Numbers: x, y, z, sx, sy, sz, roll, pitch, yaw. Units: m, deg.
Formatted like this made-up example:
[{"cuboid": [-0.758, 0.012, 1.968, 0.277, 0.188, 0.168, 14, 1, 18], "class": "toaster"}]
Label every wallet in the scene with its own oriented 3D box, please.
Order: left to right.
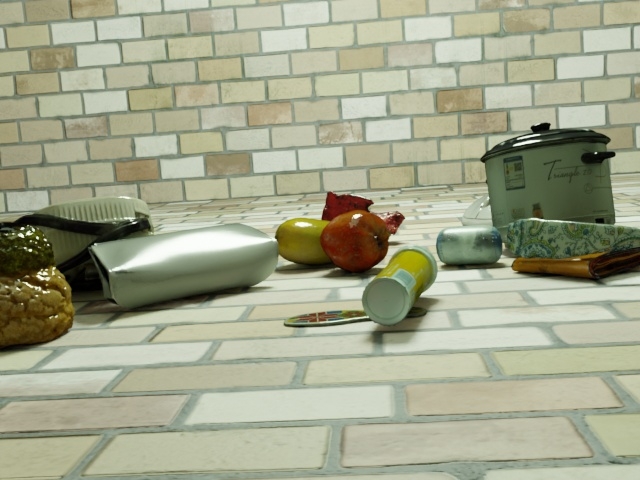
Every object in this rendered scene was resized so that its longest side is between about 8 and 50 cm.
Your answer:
[{"cuboid": [0.438, 0.028, 1.284, 0.195, 0.042, 0.161, -14, 5, -33], "class": "wallet"}]

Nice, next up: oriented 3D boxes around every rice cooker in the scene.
[{"cuboid": [0.431, -0.109, 1.486, 0.241, 0.227, 0.280, -5, -4, -30], "class": "rice cooker"}]

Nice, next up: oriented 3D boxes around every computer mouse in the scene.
[{"cuboid": [0.465, -0.083, 1.798, 0.296, 0.121, 0.184, -6, 9, -25], "class": "computer mouse"}]

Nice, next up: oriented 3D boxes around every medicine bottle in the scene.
[{"cuboid": [0.108, 0.057, 1.058, 0.073, 0.074, 0.218, -2, 8, 16], "class": "medicine bottle"}]

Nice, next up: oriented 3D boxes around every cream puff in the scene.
[{"cuboid": [-0.436, 0.050, 1.073, 0.183, 0.169, 0.183, -3, 9, 1], "class": "cream puff"}]

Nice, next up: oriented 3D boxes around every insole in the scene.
[{"cuboid": [0.047, 0.101, 1.054, 0.193, 0.006, 0.065, -5, 8, -1], "class": "insole"}]

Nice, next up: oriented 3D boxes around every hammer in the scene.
[{"cuboid": [0.277, 0.005, 1.452, 0.116, 0.070, 0.194, -3, 3, 13], "class": "hammer"}]

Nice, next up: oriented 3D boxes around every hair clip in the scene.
[{"cuboid": [0.385, -0.003, 1.213, 0.229, 0.066, 0.036, 0, -3, 42], "class": "hair clip"}]

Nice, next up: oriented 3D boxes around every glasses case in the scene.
[{"cuboid": [-0.225, 0.037, 1.282, 0.308, 0.083, 0.128, -9, 35, -35], "class": "glasses case"}]

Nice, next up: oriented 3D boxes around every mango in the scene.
[{"cuboid": [0.000, 0.000, 1.516, 0.194, 0.092, 0.130, -3, 5, -29], "class": "mango"}]

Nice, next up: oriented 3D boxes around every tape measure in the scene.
[{"cuboid": [-0.421, 0.017, 1.344, 0.271, 0.133, 0.231, -6, -17, -23], "class": "tape measure"}]

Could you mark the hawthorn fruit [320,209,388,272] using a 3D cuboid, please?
[{"cuboid": [0.060, 0.002, 1.405, 0.128, 0.128, 0.128, -4, 8, 1], "class": "hawthorn fruit"}]

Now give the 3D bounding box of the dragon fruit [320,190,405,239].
[{"cuboid": [0.098, -0.048, 1.758, 0.192, 0.123, 0.092, -3, -8, 24], "class": "dragon fruit"}]
